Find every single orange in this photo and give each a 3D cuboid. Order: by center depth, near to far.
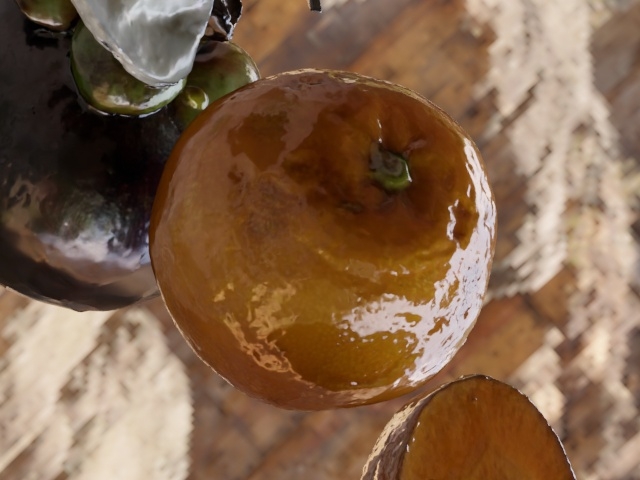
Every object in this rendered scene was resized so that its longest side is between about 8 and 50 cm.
[{"bbox_3d":[0.000,0.000,1.451,0.261,0.261,0.261,-41,-170,9],"label":"orange"}]

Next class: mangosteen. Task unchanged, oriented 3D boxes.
[{"bbox_3d":[-0.210,-0.100,1.690,0.330,0.330,0.330,-41,-170,9],"label":"mangosteen"}]

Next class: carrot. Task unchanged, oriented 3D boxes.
[{"bbox_3d":[0.150,0.277,1.859,0.100,0.258,0.307,-17,-114,53],"label":"carrot"}]

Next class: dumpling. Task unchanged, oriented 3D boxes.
[{"bbox_3d":[-0.136,-0.221,1.289,0.142,0.172,0.247,-30,-122,31],"label":"dumpling"}]

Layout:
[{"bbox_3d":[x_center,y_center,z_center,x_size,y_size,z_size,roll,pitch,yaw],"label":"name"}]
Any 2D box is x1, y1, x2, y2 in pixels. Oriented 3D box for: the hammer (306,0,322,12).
[{"bbox_3d":[0.020,-0.295,1.730,0.062,0.013,0.199,-99,-156,-49],"label":"hammer"}]
